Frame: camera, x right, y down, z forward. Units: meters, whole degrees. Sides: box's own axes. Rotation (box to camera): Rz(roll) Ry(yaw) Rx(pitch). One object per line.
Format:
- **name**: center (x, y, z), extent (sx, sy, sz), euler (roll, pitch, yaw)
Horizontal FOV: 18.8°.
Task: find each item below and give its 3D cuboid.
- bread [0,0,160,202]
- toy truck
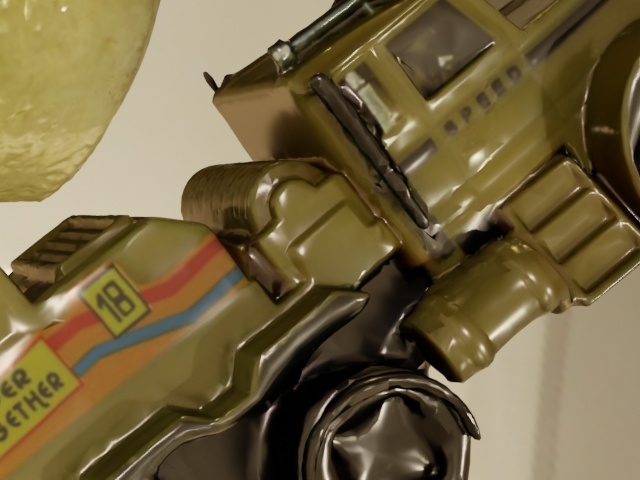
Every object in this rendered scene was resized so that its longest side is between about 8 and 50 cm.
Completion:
- **bread**: center (-0.226, -0.184, 1.149), extent (0.237, 0.320, 0.321), euler (14, 61, -23)
- **toy truck**: center (0.004, 0.003, 0.511), extent (0.257, 0.127, 0.127), euler (-34, 101, -16)
